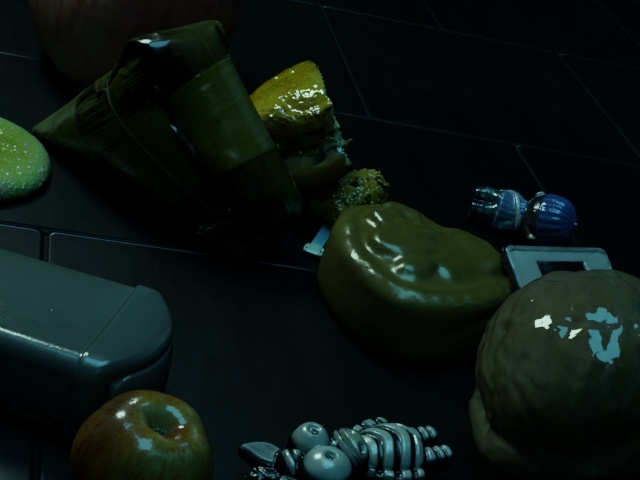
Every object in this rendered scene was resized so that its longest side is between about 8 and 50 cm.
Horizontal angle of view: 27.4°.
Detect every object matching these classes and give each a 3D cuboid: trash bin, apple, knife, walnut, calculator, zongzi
[{"bbox_3d":[-0.259,0.097,1.262,0.236,0.101,0.176,17,29,6],"label":"trash bin"},{"bbox_3d":[-0.278,-0.354,1.923,0.345,0.269,0.345,32,19,-12],"label":"apple"},{"bbox_3d":[0.000,0.000,1.675,0.027,0.010,0.096,20,25,6],"label":"knife"},{"bbox_3d":[0.263,0.154,1.295,0.248,0.248,0.248,13,28,-7],"label":"walnut"},{"bbox_3d":[0.310,0.115,1.510,0.161,0.021,0.261,0,57,-30],"label":"calculator"},{"bbox_3d":[-0.156,0.187,1.143,0.126,0.102,0.126,16,32,-10],"label":"apple"},{"bbox_3d":[-0.200,-0.086,1.648,0.154,0.318,0.289,-25,89,-53],"label":"zongzi"}]

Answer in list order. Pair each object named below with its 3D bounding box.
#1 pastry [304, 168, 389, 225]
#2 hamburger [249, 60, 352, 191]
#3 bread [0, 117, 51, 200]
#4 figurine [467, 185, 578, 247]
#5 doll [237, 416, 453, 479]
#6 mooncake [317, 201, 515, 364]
[{"bbox_3d":[0.041,-0.056,1.748,0.080,0.056,0.140,16,29,34],"label":"pastry"},{"bbox_3d":[-0.044,-0.142,1.761,0.157,0.144,0.283,-26,16,2],"label":"hamburger"},{"bbox_3d":[-0.444,-0.112,1.609,0.229,0.033,0.228,12,30,-7],"label":"bread"},{"bbox_3d":[0.286,-0.041,1.842,0.149,0.087,0.086,17,65,2],"label":"figurine"},{"bbox_3d":[0.029,0.210,1.248,0.219,0.067,0.091,-4,38,-31],"label":"doll"},{"bbox_3d":[0.111,0.048,1.542,0.235,0.117,0.235,16,27,-8],"label":"mooncake"}]
